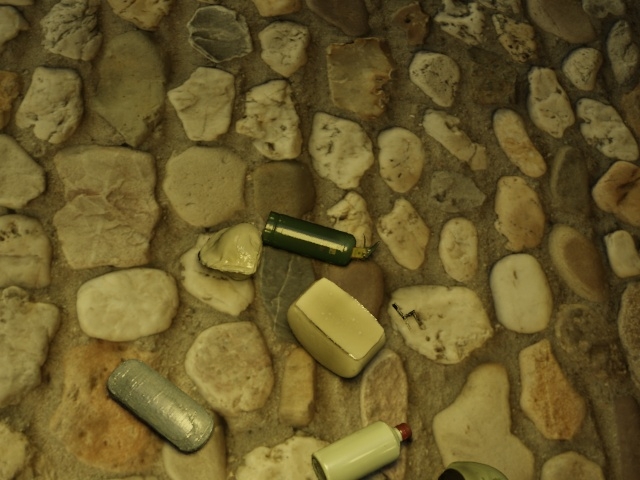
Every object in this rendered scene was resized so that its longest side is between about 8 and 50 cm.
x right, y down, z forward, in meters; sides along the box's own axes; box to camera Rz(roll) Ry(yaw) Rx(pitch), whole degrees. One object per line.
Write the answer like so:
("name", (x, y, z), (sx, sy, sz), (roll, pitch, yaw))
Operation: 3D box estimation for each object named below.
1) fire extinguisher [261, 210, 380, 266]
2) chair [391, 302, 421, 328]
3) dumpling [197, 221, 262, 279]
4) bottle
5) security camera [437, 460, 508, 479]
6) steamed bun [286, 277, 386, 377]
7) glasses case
("fire extinguisher", (0.000, 0.000, 1.920), (0.311, 0.114, 0.095), (18, 14, -1))
("chair", (0.233, 0.196, 1.890), (0.042, 0.037, 0.086), (-32, 74, -12))
("dumpling", (-0.238, 0.028, 1.850), (0.173, 0.142, 0.247), (-4, 28, -3))
("bottle", (0.106, 0.497, 1.657), (0.245, 0.104, 0.104), (-21, 66, -19))
("security camera", (0.365, 0.635, 1.584), (0.191, 0.197, 0.277), (3, 53, -19))
("steamed bun", (0.035, 0.225, 1.764), (0.242, 0.164, 0.146), (40, 60, 14))
("glasses case", (-0.377, 0.387, 1.655), (0.282, 0.067, 0.109), (35, 64, 8))
